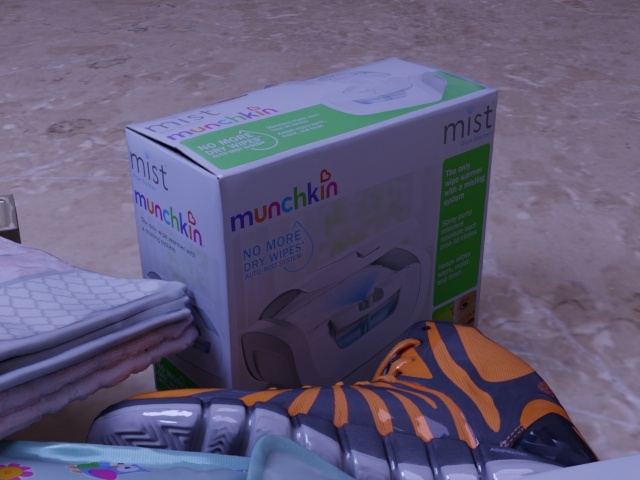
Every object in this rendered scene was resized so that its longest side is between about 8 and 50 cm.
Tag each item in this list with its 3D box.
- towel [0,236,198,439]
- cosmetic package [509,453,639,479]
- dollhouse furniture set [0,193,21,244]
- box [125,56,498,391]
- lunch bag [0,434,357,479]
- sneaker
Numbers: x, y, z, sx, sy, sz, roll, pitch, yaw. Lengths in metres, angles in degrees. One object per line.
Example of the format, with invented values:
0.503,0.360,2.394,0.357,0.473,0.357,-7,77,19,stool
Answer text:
-0.288,0.044,0.509,0.317,0.053,0.332,13,16,24,towel
0.163,0.201,0.354,0.151,0.183,0.151,-8,29,-15,cosmetic package
-0.342,0.064,0.736,0.182,0.101,0.161,-9,54,-17,dollhouse furniture set
0.000,0.000,0.676,0.262,0.231,0.127,-21,35,-35,box
-0.058,0.199,0.379,0.262,0.160,0.223,3,18,-3,lunch bag
0.018,0.130,0.575,0.321,0.124,0.180,10,24,-4,sneaker
